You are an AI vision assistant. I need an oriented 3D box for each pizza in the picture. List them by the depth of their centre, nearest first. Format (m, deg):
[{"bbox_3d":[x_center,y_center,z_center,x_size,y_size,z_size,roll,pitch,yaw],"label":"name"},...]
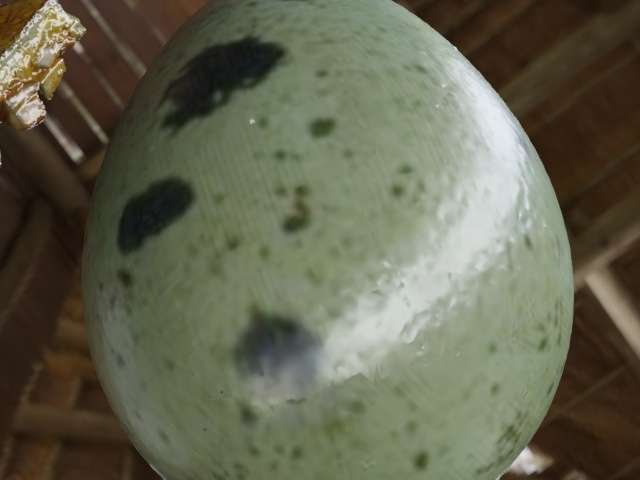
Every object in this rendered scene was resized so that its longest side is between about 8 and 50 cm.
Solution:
[{"bbox_3d":[-0.206,-0.064,0.840,0.175,0.046,0.134,-24,-143,11],"label":"pizza"}]

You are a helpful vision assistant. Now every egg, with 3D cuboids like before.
[{"bbox_3d":[0.000,0.000,0.575,0.177,0.177,0.228,-28,-123,33],"label":"egg"}]
